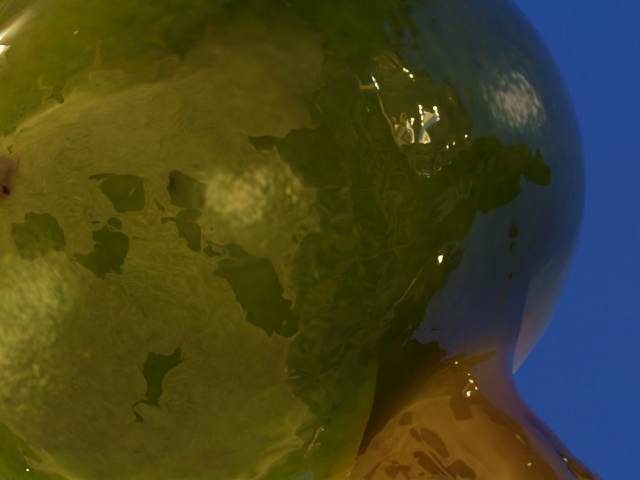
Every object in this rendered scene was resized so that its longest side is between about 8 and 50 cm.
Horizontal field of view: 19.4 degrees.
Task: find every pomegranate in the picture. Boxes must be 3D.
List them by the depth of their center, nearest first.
[{"bbox_3d":[0.000,0.000,0.762,0.358,0.310,0.216,48,-42,22],"label":"pomegranate"}]
